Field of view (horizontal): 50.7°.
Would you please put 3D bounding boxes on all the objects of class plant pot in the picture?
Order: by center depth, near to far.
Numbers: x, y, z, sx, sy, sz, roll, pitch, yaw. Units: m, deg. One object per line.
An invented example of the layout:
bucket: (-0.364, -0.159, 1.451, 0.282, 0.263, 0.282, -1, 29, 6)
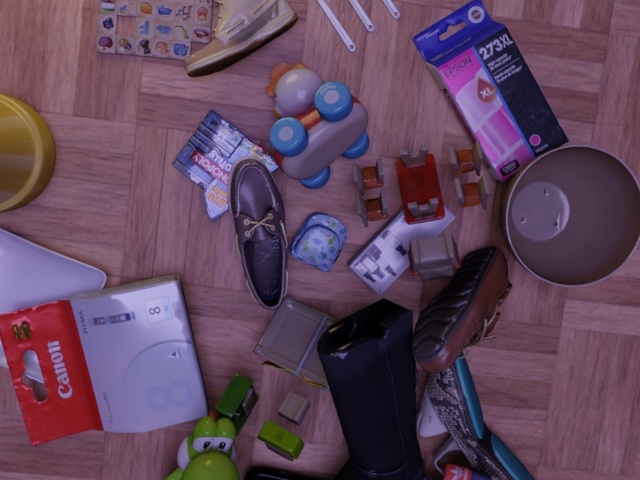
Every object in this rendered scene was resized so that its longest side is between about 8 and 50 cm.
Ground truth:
plant pot: (-0.683, -0.176, 1.319, 0.254, 0.239, 0.254, 0, 95, -4)
plant pot: (0.500, -0.055, 1.429, 0.284, 0.191, 0.284, 0, 95, -4)

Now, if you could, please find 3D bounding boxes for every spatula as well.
spatula: (0.055, -0.542, 1.439, 0.168, 0.019, 0.242, -36, 97, 0)

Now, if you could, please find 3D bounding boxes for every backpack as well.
backpack: (0.000, 0.000, 1.457, 0.105, 0.084, 0.114, 26, 91, -8)

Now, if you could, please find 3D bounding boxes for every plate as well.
plate: (-0.632, 0.140, 1.450, 0.277, 0.045, 0.278, 23, 94, -5)

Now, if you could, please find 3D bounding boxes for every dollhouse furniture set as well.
dollhouse furniture set: (0.214, -0.059, 1.395, 0.262, 0.135, 0.259, -9, 70, 9)
dollhouse furniture set: (-0.062, 0.298, 1.459, 0.198, 0.151, 0.301, 24, 64, 13)

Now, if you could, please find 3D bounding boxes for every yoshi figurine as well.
yoshi figurine: (-0.248, 0.522, 1.380, 0.203, 0.204, 0.362, 39, 129, 29)

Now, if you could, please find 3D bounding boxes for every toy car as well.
toy car: (-0.042, -0.266, 1.398, 0.210, 0.219, 0.238, -38, 68, 1)

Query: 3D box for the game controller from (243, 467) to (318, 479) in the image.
game controller: (-0.033, 0.618, 1.526, 0.319, 0.067, 0.166, 15, 94, -4)

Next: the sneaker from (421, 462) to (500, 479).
sneaker: (0.257, 0.606, 1.477, 0.148, 0.131, 0.350, 25, 121, 3)

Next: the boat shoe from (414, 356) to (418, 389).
boat shoe: (0.185, 0.273, 1.513, 0.056, 0.049, 0.152, -19, 97, -2)

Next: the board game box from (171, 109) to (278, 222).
board game box: (-0.214, -0.145, 1.441, 0.194, 0.060, 0.194, 36, 92, -6)

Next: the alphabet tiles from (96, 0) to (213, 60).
alphabet tiles: (-0.347, -0.486, 1.424, 0.237, 0.009, 0.198, 4, 95, -4)

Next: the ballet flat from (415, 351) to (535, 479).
ballet flat: (0.321, 0.443, 1.498, 0.182, 0.164, 0.482, -27, 99, 18)

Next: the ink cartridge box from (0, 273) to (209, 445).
ink cartridge box: (-0.454, 0.262, 1.419, 0.385, 0.091, 0.308, -13, 102, -11)

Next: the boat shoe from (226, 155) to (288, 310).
boat shoe: (-0.124, -0.012, 1.405, 0.117, 0.096, 0.324, -9, 110, -10)

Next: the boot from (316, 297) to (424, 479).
boot: (0.065, 0.383, 1.332, 0.146, 0.367, 0.445, 17, 128, 35)

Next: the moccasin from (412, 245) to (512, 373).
moccasin: (0.301, 0.154, 1.377, 0.139, 0.380, 0.147, -23, 102, 34)

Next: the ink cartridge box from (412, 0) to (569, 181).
ink cartridge box: (0.367, -0.327, 1.461, 0.176, 0.069, 0.371, -32, 94, 0)

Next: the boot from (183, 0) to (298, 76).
boot: (-0.204, -0.474, 1.387, 0.262, 0.095, 0.203, -32, 98, -6)

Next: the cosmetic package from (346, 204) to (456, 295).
cosmetic package: (0.176, 0.001, 1.480, 0.099, 0.060, 0.239, 43, 92, -7)
